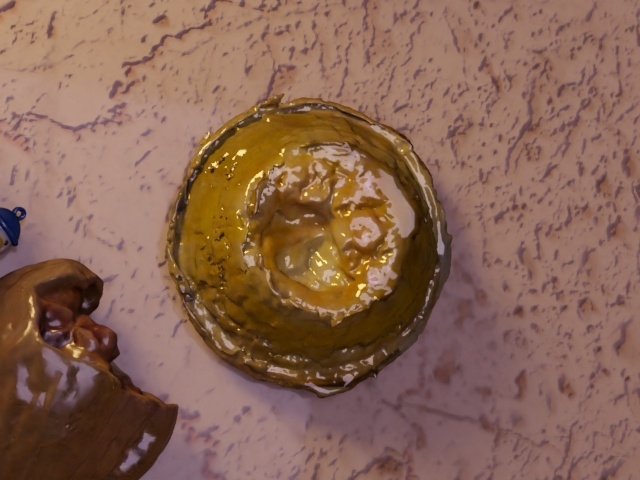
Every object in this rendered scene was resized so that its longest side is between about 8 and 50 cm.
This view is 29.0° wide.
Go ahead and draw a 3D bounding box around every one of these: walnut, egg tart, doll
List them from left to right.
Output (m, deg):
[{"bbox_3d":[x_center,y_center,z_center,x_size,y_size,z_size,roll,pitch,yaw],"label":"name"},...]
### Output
[{"bbox_3d":[-0.339,0.014,1.183,0.143,0.057,0.099,-41,121,-22],"label":"doll"},{"bbox_3d":[-0.255,0.146,1.144,0.204,0.141,0.238,-31,93,-11],"label":"walnut"},{"bbox_3d":[0.000,0.000,1.241,0.315,0.120,0.315,2,83,-14],"label":"egg tart"}]
